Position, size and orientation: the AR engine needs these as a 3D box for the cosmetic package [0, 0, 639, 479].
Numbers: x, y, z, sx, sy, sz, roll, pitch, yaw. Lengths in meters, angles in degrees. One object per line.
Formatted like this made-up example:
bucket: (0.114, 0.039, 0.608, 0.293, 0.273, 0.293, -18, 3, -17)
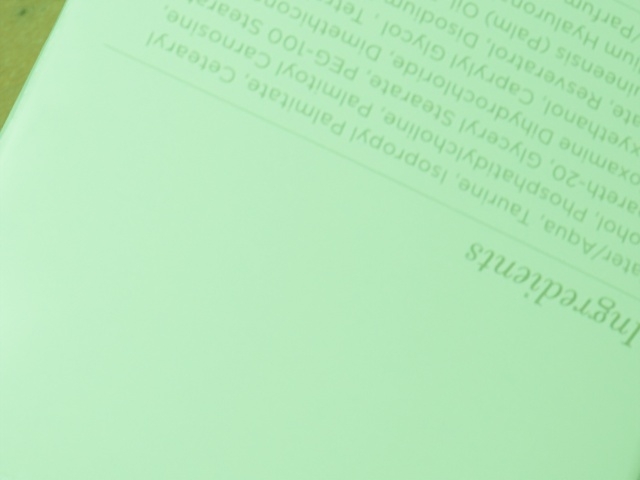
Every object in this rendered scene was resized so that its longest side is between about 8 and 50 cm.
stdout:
cosmetic package: (0.000, 0.000, 1.004, 0.327, 0.329, 0.394, 26, 76, -6)
